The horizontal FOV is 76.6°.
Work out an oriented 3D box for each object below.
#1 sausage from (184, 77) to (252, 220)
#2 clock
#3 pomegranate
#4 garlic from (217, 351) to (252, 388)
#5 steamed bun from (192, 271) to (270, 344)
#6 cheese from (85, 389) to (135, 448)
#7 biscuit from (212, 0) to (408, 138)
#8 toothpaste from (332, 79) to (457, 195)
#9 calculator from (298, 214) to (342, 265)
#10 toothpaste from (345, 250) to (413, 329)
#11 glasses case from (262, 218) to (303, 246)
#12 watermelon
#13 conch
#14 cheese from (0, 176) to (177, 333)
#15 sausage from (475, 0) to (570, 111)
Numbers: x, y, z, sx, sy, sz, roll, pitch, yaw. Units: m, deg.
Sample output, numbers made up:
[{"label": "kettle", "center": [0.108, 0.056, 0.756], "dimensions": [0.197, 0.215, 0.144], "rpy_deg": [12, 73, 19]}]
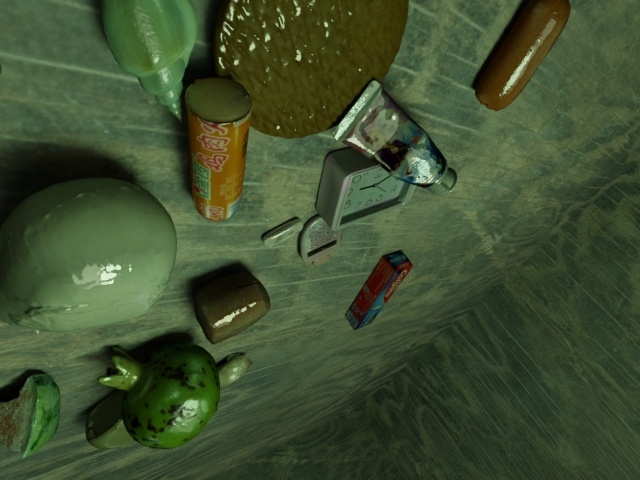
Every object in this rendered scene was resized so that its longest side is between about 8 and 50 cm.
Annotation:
[{"label": "sausage", "center": [-0.131, -0.092, 0.517], "dimensions": [0.071, 0.071, 0.234], "rpy_deg": [-21, 158, -24]}, {"label": "clock", "center": [0.096, -0.109, 0.759], "dimensions": [0.197, 0.063, 0.150], "rpy_deg": [-20, 148, -25]}, {"label": "pomegranate", "center": [-0.323, 0.300, 0.825], "dimensions": [0.263, 0.211, 0.211], "rpy_deg": [38, 108, -26]}, {"label": "garlic", "center": [-0.257, 0.368, 1.106], "dimensions": [0.152, 0.066, 0.084], "rpy_deg": [-29, 153, -14]}, {"label": "steamed bun", "center": [-0.175, 0.128, 0.800], "dimensions": [0.145, 0.106, 0.175], "rpy_deg": [-27, 165, -24]}, {"label": "cheese", "center": [-0.443, 0.415, 0.962], "dimensions": [0.175, 0.091, 0.202], "rpy_deg": [-38, 153, 6]}, {"label": "biscuit", "center": [-0.006, -0.236, 0.486], "dimensions": [0.262, 0.037, 0.262], "rpy_deg": [-26, 150, -16]}, {"label": "toothpaste", "center": [0.135, -0.145, 0.653], "dimensions": [0.266, 0.061, 0.096], "rpy_deg": [23, 113, -42]}, {"label": "calculator", "center": [0.000, 0.000, 0.866], "dimensions": [0.103, 0.024, 0.166], "rpy_deg": [-25, 148, -19]}, {"label": "toothpaste", "center": [0.172, 0.161, 1.245], "dimensions": [0.076, 0.066, 0.320], "rpy_deg": [-14, 146, -33]}, {"label": "glasses case", "center": [-0.071, -0.014, 0.770], "dimensions": [0.083, 0.021, 0.032], "rpy_deg": [-28, 148, -12]}, {"label": "watermelon", "center": [-0.535, 0.320, 0.711], "dimensions": [0.158, 0.121, 0.098], "rpy_deg": [-24, 171, -12]}, {"label": "conch", "center": [-0.151, -0.190, 0.377], "dimensions": [0.088, 0.065, 0.180], "rpy_deg": [-24, 145, -16]}, {"label": "cheese", "center": [-0.262, 0.013, 0.472], "dimensions": [0.198, 0.154, 0.189], "rpy_deg": [-7, 159, -47]}, {"label": "sausage", "center": [0.341, -0.318, 0.689], "dimensions": [0.076, 0.076, 0.197], "rpy_deg": [-13, 143, -35]}]
